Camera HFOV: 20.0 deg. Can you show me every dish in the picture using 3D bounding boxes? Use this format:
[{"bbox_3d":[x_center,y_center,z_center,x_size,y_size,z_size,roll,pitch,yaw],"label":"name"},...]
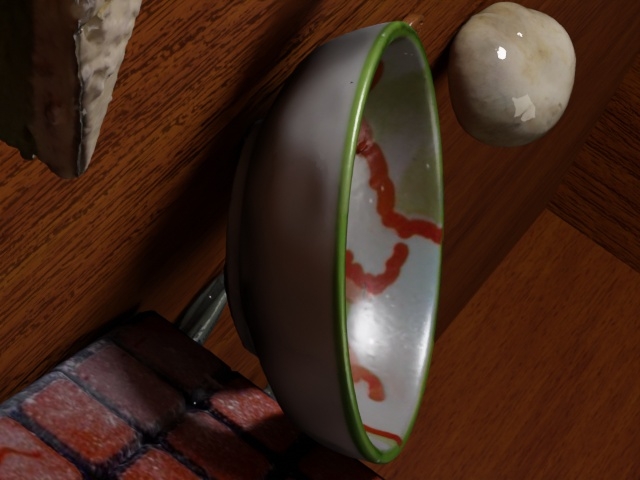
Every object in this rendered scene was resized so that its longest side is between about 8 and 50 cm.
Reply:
[{"bbox_3d":[0.000,0.000,1.339,0.324,0.124,0.324,2,90,-74],"label":"dish"}]

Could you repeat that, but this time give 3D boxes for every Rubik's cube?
[{"bbox_3d":[-0.134,0.306,1.273,0.337,0.344,0.344,-57,169,20],"label":"Rubik's cube"}]

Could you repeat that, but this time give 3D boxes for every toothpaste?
[{"bbox_3d":[-0.139,0.119,1.525,0.233,0.038,0.060,-54,175,-21],"label":"toothpaste"}]

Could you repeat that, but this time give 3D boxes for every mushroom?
[{"bbox_3d":[0.186,-0.171,1.848,0.154,0.122,0.154,-14,111,-38],"label":"mushroom"}]

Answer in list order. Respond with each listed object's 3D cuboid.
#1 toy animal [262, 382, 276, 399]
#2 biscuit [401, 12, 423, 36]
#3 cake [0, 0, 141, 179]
[{"bbox_3d":[-0.109,0.281,2.015,0.251,0.125,0.127,-42,137,-30],"label":"toy animal"},{"bbox_3d":[0.063,-0.159,1.589,0.078,0.015,0.091,-50,169,-27],"label":"biscuit"},{"bbox_3d":[-0.106,-0.122,0.622,0.117,0.086,0.220,-24,142,-63],"label":"cake"}]
